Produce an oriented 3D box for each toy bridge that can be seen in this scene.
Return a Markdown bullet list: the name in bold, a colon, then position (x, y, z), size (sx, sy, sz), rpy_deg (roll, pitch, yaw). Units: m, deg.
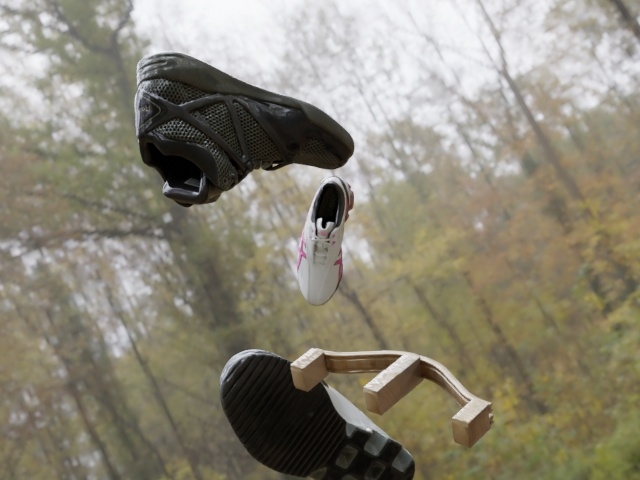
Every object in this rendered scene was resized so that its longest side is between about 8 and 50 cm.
- **toy bridge**: position (0.060, 0.115, 0.950), size (0.188, 0.026, 0.063), rpy_deg (13, 35, 41)

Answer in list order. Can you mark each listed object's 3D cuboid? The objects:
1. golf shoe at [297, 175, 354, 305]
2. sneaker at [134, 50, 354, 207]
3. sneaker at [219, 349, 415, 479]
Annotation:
- **golf shoe**: position (0.000, 0.000, 1.663), size (0.067, 0.186, 0.086), rpy_deg (9, 0, 11)
- **sneaker**: position (-0.071, -0.078, 1.084), size (0.227, 0.130, 0.087), rpy_deg (17, -19, -36)
- **sneaker**: position (-0.029, 0.221, 1.464), size (0.122, 0.146, 0.330), rpy_deg (-50, -51, -3)
